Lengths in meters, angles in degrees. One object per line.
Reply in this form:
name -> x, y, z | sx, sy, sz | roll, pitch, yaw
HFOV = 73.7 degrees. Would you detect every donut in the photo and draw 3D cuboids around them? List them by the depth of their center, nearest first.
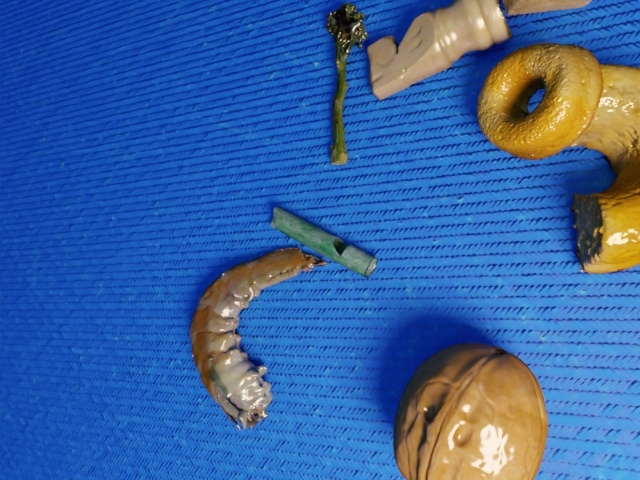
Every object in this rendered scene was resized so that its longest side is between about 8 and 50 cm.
donut -> 0.381, -0.096, 0.499 | 0.152, 0.101, 0.258 | -4, 79, 15
donut -> 0.256, -0.171, 0.524 | 0.152, 0.058, 0.151 | -176, 90, -64

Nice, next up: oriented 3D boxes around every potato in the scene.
potato -> 0.303, -0.337, 0.546 | 0.122, 0.086, 0.061 | -5, 90, -1

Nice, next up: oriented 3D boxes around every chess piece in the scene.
chess piece -> 0.159, -0.284, 0.616 | 0.201, 0.090, 0.090 | -19, 77, 30

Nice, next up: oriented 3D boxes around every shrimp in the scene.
shrimp -> -0.120, 0.132, 0.693 | 0.185, 0.068, 0.286 | 23, 83, 18

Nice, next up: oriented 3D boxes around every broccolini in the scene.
broccolini -> 0.041, -0.247, 0.683 | 0.058, 0.071, 0.254 | -1, 91, -12

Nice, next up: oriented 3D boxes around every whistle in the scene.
whistle -> 0.000, 0.000, 0.664 | 0.186, 0.039, 0.039 | 28, 95, 23

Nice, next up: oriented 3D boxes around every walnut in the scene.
walnut -> 0.175, 0.219, 0.508 | 0.165, 0.165, 0.197 | 27, 102, 22
